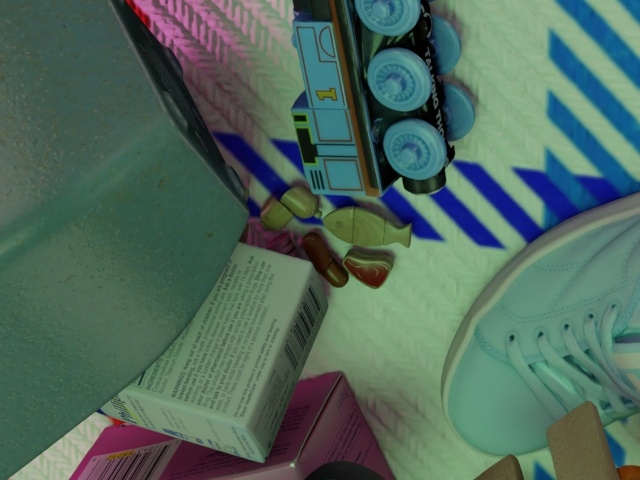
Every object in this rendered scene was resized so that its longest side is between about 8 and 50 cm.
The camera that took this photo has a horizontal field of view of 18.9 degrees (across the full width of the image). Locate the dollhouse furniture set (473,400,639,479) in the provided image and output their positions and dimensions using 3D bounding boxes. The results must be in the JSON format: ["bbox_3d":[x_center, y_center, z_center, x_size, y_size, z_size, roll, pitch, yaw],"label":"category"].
[{"bbox_3d":[0.206,0.189,1.250,0.262,0.135,0.259,12,143,-32],"label":"dollhouse furniture set"}]

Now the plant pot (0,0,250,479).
[{"bbox_3d":[-0.196,-0.036,1.200,0.252,0.247,0.248,-31,62,5],"label":"plant pot"}]

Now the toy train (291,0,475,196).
[{"bbox_3d":[0.031,-0.112,1.205,0.105,0.080,0.184,1,120,26],"label":"toy train"}]

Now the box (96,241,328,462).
[{"bbox_3d":[-0.082,0.066,1.307,0.137,0.126,0.072,15,158,18],"label":"box"}]

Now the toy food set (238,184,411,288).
[{"bbox_3d":[0.000,0.000,1.316,0.122,0.019,0.078,17,123,7],"label":"toy food set"}]

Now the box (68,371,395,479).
[{"bbox_3d":[-0.043,0.246,1.417,0.213,0.117,0.243,-15,114,26],"label":"box"}]

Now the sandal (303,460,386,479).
[{"bbox_3d":[-0.032,0.249,1.310,0.097,0.054,0.254,29,124,2],"label":"sandal"}]

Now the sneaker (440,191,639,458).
[{"bbox_3d":[0.201,0.050,1.193,0.135,0.150,0.366,46,123,-8],"label":"sneaker"}]
